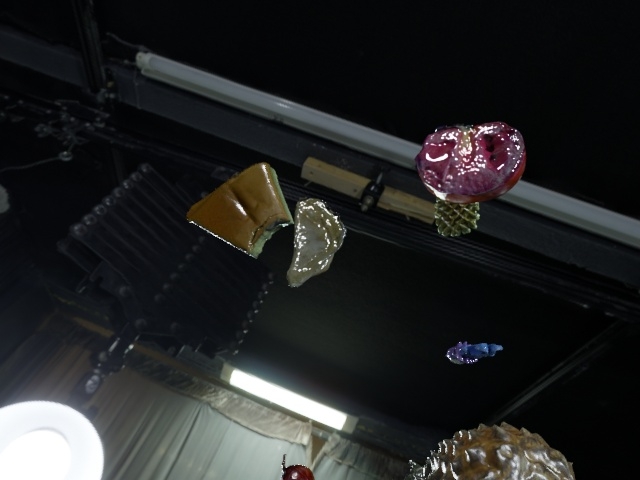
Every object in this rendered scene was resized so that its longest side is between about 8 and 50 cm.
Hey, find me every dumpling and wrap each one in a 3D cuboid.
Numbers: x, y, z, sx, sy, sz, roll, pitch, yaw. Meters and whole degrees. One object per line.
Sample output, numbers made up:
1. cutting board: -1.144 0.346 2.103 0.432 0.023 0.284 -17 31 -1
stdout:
1. dumpling: -0.003 0.002 1.192 0.166 0.331 0.085 -3 -39 8

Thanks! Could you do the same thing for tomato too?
1. tomato: 0.477 -0.220 1.317 0.335 0.289 0.176 1 -31 29

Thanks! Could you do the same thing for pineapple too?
1. pineapple: 0.221 0.373 0.618 0.175 0.174 0.361 23 -28 4

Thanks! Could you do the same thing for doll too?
1. doll: 0.466 0.345 1.259 0.110 0.067 0.206 20 -31 -23

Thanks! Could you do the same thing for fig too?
1. fig: -0.085 0.818 1.396 0.129 0.129 0.150 -28 -102 40

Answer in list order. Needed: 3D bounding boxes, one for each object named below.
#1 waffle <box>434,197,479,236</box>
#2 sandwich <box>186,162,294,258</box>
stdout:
1. waffle: 0.499 -0.105 1.497 0.170 0.183 0.036 -16 -20 41
2. sandwich: -0.191 -0.045 0.929 0.245 0.211 0.063 -31 -35 13
